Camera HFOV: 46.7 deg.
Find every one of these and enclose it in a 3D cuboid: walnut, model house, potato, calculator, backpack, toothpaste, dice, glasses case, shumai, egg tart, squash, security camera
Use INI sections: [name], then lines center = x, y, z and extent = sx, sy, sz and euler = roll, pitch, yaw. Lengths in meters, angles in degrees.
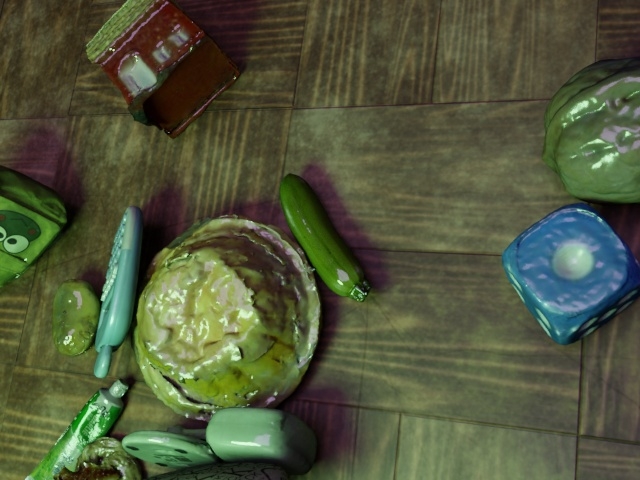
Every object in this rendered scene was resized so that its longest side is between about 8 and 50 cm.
[walnut]
center = 0.407, -0.147, 0.995
extent = 0.224, 0.224, 0.224
euler = -6, 74, 20
[model house]
center = -0.304, -0.344, 1.356
extent = 0.196, 0.160, 0.254
euler = -43, 63, 6
[potato]
center = -0.435, 0.139, 1.321
extent = 0.092, 0.070, 0.137
euler = -7, 71, 26
[calculator]
center = -0.341, 0.085, 1.250
extent = 0.188, 0.042, 0.302
euler = 139, 137, -58
[backpack]
center = -0.605, -0.020, 1.364
extent = 0.253, 0.207, 0.140
euler = -45, 42, 15
[toothpaste]
center = -0.411, 0.340, 1.271
extent = 0.078, 0.047, 0.248
euler = 38, 93, 9
[dice]
center = 0.337, 0.046, 0.997
extent = 0.143, 0.146, 0.146
euler = -35, 65, 8
[glasses case]
center = -0.190, 0.374, 1.069
extent = 0.355, 0.137, 0.085
euler = -22, 75, 41
[shumai]
center = -0.356, 0.406, 1.209
extent = 0.123, 0.105, 0.139
euler = -16, 98, 10
[egg tart]
center = -0.171, 0.120, 1.175
extent = 0.352, 0.150, 0.351
euler = -3, 81, 19
[squash]
center = 0.000, 0.000, 1.188
extent = 0.069, 0.069, 0.258
euler = -35, 65, 10
[security camera]
center = -0.157, 0.302, 1.124
extent = 0.302, 0.157, 0.080
euler = -6, 57, 21
